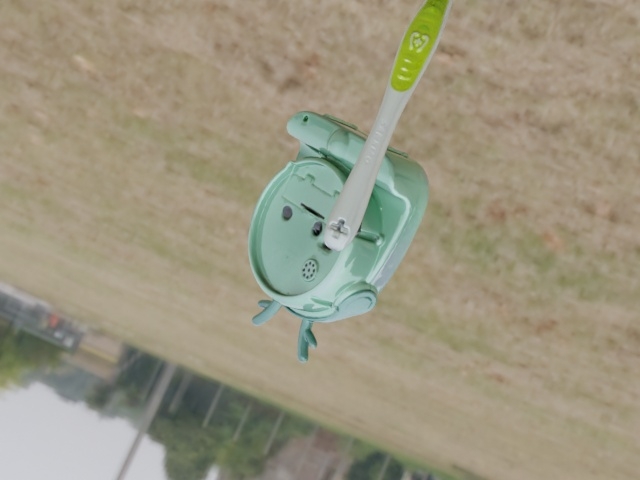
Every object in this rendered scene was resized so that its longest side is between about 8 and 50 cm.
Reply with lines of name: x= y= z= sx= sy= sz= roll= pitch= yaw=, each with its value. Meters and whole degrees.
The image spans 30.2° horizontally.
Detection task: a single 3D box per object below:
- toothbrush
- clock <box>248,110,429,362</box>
toothbrush: x=0.059 y=-0.113 z=0.736 sx=0.022 sy=0.263 sz=0.026 roll=21 pitch=173 yaw=13
clock: x=0.000 y=0.000 z=1.062 sx=0.066 sy=0.211 sz=0.159 roll=16 pitch=-169 yaw=-44
